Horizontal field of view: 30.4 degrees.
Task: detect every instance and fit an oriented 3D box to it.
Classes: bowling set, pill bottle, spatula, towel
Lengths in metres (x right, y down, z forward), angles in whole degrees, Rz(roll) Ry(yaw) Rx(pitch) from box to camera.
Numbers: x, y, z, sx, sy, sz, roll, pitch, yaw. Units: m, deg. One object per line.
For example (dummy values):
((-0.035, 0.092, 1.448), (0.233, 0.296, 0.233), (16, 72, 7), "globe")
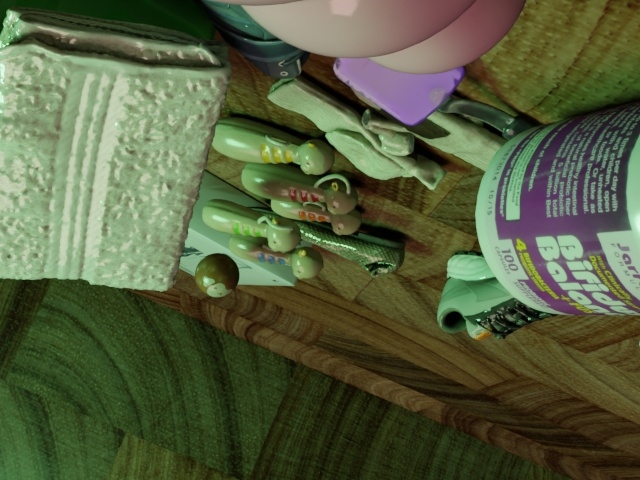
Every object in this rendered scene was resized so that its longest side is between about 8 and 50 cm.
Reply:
((-0.048, -0.006, 1.435), (0.154, 0.199, 0.287), (16, 169, 23), "bowling set")
((0.265, -0.026, 0.901), (0.169, 0.169, 0.301), (28, 165, -21), "pill bottle")
((0.152, -0.107, 1.041), (0.297, 0.030, 0.084), (24, 130, -26), "spatula")
((-0.189, -0.062, 0.989), (0.187, 0.049, 0.282), (6, 132, -14), "towel")

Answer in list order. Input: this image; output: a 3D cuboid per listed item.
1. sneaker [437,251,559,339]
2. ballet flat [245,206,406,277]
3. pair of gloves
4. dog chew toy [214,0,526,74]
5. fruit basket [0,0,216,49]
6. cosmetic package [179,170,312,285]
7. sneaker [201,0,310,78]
((0.242, 0.077, 1.456), (0.100, 0.108, 0.271), (31, 163, -24), "sneaker")
((0.000, 0.000, 1.617), (0.250, 0.058, 0.084), (15, -171, 23), "ballet flat")
((0.073, -0.105, 1.171), (0.204, 0.042, 0.240), (30, 165, -29), "pair of gloves")
((0.013, -0.194, 0.633), (0.207, 0.206, 0.332), (13, 171, 36), "dog chew toy")
((-0.319, -0.204, 1.116), (0.392, 0.392, 0.283), (29, 122, -25), "fruit basket")
((-0.237, -0.050, 1.767), (0.377, 0.097, 0.284), (30, 162, -27), "cosmetic package")
((0.004, -0.181, 0.902), (0.226, 0.086, 0.163), (16, 166, 21), "sneaker")
